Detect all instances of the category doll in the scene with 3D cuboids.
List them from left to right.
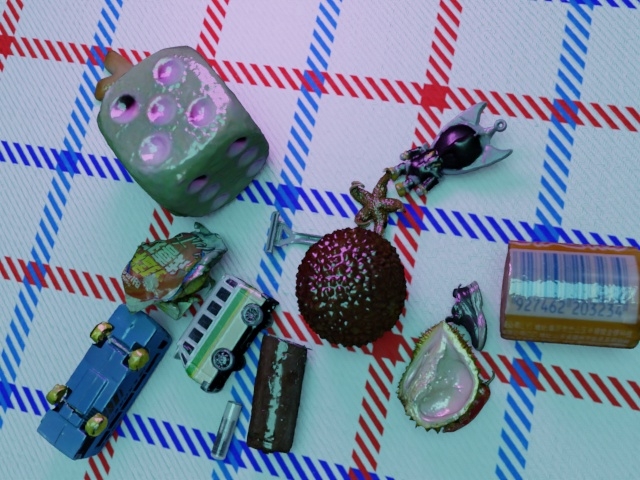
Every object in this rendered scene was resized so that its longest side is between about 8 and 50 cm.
[{"bbox_3d":[0.322,-0.211,1.682,0.316,0.103,0.145,-27,49,14],"label":"doll"}]

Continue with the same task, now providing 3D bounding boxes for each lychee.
[{"bbox_3d":[0.073,0.107,1.575,0.275,0.276,0.304,37,42,16],"label":"lychee"}]

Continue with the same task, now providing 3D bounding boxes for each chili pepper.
[{"bbox_3d":[0.351,0.382,1.571,0.059,0.050,0.191,44,100,30],"label":"chili pepper"}]

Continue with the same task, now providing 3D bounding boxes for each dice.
[{"bbox_3d":[-0.339,-0.264,1.706,0.318,0.322,0.330,-39,75,0],"label":"dice"}]

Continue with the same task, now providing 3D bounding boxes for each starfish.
[{"bbox_3d":[0.147,-0.080,1.692,0.146,0.074,0.190,-13,76,24],"label":"starfish"}]

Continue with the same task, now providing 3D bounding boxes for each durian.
[{"bbox_3d":[0.282,0.321,1.554,0.183,0.138,0.250,24,85,15],"label":"durian"}]

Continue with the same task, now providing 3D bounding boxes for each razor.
[{"bbox_3d":[0.002,0.002,1.728,0.278,0.056,0.111,10,81,5],"label":"razor"}]

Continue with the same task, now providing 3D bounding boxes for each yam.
[{"bbox_3d":[-0.104,0.370,1.624,0.131,0.131,0.280,6,79,12],"label":"yam"}]

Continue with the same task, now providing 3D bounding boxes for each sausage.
[{"bbox_3d":[0.552,0.119,1.501,0.287,0.233,0.233,2,78,11],"label":"sausage"}]

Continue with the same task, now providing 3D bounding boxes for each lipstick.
[{"bbox_3d":[-0.234,0.471,1.668,0.040,0.040,0.141,16,81,14],"label":"lipstick"}]

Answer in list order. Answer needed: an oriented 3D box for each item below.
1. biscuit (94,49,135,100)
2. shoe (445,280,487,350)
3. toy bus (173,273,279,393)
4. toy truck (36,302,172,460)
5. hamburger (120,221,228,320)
[{"bbox_3d":[-0.540,-0.465,1.932,0.208,0.047,0.164,10,81,12],"label":"biscuit"},{"bbox_3d":[0.345,0.183,1.610,0.099,0.071,0.169,-8,72,12],"label":"shoe"},{"bbox_3d":[-0.242,0.228,1.676,0.164,0.133,0.276,33,84,15],"label":"toy bus"},{"bbox_3d":[-0.536,0.349,1.690,0.161,0.162,0.385,30,83,16],"label":"toy truck"},{"bbox_3d":[-0.359,0.086,1.715,0.276,0.150,0.260,-19,33,-5],"label":"hamburger"}]
